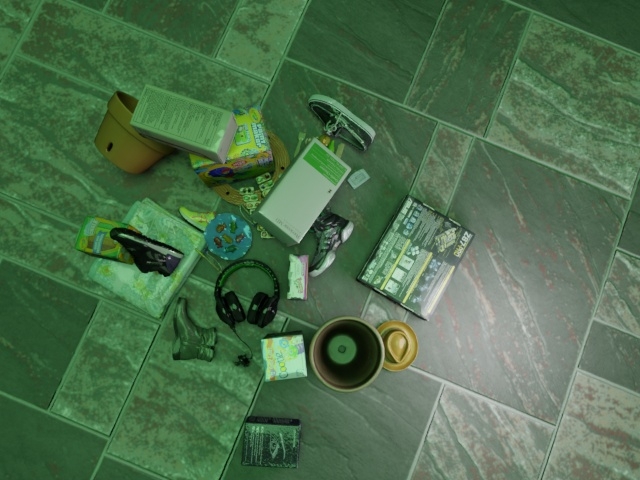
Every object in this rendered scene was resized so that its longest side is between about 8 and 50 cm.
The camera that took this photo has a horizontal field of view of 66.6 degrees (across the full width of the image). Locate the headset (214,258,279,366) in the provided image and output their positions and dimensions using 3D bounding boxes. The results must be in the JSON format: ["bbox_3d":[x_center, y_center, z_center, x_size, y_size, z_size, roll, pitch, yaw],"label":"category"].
[{"bbox_3d":[-0.279,0.272,1.851,0.243,0.185,0.394,1,67,2],"label":"headset"}]

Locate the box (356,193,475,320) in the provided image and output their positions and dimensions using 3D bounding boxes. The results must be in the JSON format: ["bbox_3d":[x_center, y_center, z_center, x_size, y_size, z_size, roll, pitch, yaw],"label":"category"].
[{"bbox_3d":[0.371,0.065,1.904,0.318,0.097,0.395,30,82,3],"label":"box"}]

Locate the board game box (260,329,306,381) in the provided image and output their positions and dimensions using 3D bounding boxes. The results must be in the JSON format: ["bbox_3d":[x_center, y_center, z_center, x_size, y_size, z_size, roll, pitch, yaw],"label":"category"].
[{"bbox_3d":[-0.127,0.406,1.746,0.142,0.275,0.144,-6,83,-3],"label":"board game box"}]

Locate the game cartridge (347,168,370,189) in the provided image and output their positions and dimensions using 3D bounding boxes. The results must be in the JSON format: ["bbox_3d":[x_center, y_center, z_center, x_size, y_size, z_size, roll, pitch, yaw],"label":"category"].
[{"bbox_3d":[0.153,-0.251,1.976,0.083,0.017,0.056,-36,89,-6],"label":"game cartridge"}]

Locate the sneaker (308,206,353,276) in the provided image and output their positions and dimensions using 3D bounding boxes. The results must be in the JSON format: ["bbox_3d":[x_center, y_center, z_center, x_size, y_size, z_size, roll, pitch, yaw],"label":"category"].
[{"bbox_3d":[0.000,0.000,1.880,0.153,0.101,0.268,39,77,-13],"label":"sneaker"}]

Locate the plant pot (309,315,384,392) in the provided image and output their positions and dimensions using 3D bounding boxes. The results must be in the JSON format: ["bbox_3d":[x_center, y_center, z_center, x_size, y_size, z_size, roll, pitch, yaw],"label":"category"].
[{"bbox_3d":[0.086,0.402,1.779,0.263,0.229,0.263,0,83,-2],"label":"plant pot"}]

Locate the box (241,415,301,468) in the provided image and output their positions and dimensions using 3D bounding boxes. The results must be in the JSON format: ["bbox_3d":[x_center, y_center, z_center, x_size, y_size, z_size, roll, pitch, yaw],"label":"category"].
[{"bbox_3d":[-0.178,0.737,1.785,0.207,0.108,0.153,5,82,-2],"label":"box"}]

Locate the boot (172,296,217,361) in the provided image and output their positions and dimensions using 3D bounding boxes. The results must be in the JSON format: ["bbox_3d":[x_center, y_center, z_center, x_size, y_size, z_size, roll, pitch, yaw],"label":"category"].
[{"bbox_3d":[-0.473,0.337,1.850,0.161,0.083,0.246,1,88,-9],"label":"boot"}]

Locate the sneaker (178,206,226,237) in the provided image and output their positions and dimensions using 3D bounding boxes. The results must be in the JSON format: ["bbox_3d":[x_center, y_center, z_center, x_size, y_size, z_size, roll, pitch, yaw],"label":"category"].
[{"bbox_3d":[-0.452,-0.082,1.900,0.208,0.081,0.094,31,82,-9],"label":"sneaker"}]

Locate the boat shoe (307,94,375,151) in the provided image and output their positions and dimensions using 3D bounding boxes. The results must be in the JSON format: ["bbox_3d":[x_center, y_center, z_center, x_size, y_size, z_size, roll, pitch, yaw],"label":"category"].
[{"bbox_3d":[0.068,-0.464,1.952,0.306,0.113,0.105,35,68,-7],"label":"boat shoe"}]

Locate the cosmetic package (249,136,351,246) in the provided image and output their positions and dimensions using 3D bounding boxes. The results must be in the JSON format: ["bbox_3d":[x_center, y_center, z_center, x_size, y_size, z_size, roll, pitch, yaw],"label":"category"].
[{"bbox_3d":[-0.075,-0.179,1.845,0.197,0.155,0.365,37,72,-14],"label":"cosmetic package"}]

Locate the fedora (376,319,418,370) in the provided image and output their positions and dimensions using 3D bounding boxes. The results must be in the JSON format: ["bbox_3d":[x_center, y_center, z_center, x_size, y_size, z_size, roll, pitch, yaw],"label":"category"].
[{"bbox_3d":[0.291,0.404,1.863,0.194,0.079,0.194,0,83,-2],"label":"fedora"}]

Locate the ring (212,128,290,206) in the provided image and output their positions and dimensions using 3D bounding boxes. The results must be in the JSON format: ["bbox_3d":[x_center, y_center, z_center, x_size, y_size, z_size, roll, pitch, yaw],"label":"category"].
[{"bbox_3d":[-0.291,-0.299,1.956,0.337,0.032,0.336,0,83,-3],"label":"ring"}]

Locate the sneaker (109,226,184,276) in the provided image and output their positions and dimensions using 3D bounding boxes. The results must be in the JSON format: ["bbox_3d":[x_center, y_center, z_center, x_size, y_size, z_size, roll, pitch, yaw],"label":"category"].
[{"bbox_3d":[-0.618,0.053,1.709,0.107,0.283,0.124,26,87,44],"label":"sneaker"}]

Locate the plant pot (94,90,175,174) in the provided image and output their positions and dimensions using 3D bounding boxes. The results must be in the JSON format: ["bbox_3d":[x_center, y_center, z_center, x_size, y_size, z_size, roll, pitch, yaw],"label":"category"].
[{"bbox_3d":[-0.706,-0.389,1.843,0.291,0.291,0.203,44,100,4],"label":"plant pot"}]

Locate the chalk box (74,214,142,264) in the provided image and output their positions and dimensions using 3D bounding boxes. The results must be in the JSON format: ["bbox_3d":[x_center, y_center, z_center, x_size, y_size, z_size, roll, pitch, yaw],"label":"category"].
[{"bbox_3d":[-0.784,-0.005,1.760,0.213,0.132,0.132,11,77,4],"label":"chalk box"}]

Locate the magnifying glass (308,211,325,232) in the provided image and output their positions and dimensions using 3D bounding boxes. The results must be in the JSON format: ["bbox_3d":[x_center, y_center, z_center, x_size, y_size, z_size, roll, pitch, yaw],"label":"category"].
[{"bbox_3d":[-0.086,-0.081,1.939,0.231,0.026,0.092,5,82,-1],"label":"magnifying glass"}]

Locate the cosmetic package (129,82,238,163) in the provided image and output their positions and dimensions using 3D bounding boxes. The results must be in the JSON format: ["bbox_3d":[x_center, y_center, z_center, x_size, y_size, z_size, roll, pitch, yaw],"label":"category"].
[{"bbox_3d":[-0.438,-0.376,1.588,0.296,0.129,0.153,20,82,2],"label":"cosmetic package"}]

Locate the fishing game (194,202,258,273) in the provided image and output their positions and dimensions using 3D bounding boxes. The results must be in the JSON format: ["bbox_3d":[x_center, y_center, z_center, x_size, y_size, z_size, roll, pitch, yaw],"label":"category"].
[{"bbox_3d":[-0.349,-0.020,1.865,0.264,0.041,0.189,-45,100,-24],"label":"fishing game"}]

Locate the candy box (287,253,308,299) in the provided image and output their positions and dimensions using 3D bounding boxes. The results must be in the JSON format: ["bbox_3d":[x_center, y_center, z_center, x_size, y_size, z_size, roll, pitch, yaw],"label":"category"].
[{"bbox_3d":[-0.083,0.141,1.804,0.071,0.233,0.159,2,83,-2],"label":"candy box"}]

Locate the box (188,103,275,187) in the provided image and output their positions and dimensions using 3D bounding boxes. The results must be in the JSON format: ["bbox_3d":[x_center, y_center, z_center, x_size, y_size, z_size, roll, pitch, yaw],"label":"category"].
[{"bbox_3d":[-0.327,-0.340,1.798,0.279,0.290,0.177,-15,84,-3],"label":"box"}]

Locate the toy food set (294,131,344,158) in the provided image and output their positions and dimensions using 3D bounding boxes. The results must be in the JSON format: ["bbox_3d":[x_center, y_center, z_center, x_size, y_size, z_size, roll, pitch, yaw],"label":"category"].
[{"bbox_3d":[-0.007,-0.368,1.972,0.192,0.038,0.132,15,82,0],"label":"toy food set"}]

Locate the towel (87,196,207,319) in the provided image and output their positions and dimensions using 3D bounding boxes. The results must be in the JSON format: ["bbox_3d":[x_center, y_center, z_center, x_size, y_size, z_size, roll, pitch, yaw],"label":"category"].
[{"bbox_3d":[-0.651,0.062,1.865,0.320,0.090,0.374,31,83,3],"label":"towel"}]

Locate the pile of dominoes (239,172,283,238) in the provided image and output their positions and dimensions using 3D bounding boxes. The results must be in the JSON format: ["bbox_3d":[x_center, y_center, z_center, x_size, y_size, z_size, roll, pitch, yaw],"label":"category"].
[{"bbox_3d":[-0.186,-0.136,1.905,0.196,0.040,0.251,-25,86,-8],"label":"pile of dominoes"}]
